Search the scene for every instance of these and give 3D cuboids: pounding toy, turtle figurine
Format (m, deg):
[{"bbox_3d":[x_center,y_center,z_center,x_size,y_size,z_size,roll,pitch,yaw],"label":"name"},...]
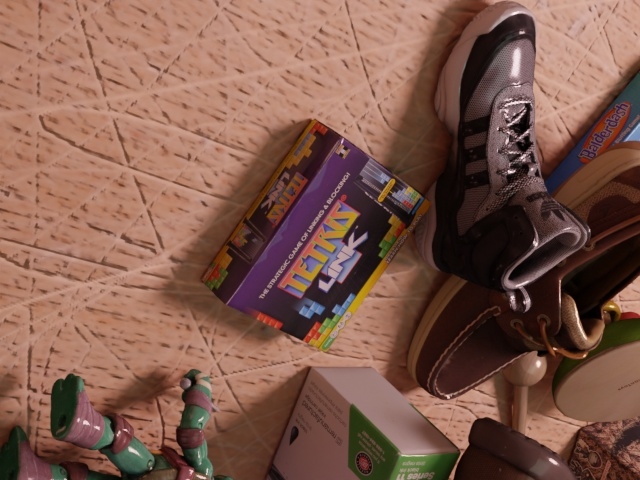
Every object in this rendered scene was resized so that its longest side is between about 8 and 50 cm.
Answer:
[{"bbox_3d":[0.324,0.129,1.238,0.236,0.110,0.183,-12,142,4],"label":"pounding toy"},{"bbox_3d":[-0.142,0.194,0.892,0.234,0.118,0.175,28,99,-39],"label":"turtle figurine"}]

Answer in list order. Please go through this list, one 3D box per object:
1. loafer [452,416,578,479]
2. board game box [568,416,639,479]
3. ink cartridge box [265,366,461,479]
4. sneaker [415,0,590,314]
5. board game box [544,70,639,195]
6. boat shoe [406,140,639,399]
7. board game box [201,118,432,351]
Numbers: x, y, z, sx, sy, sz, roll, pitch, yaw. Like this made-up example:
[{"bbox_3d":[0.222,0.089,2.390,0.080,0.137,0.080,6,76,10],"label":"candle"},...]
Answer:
[{"bbox_3d":[0.212,0.307,1.062,0.130,0.133,0.366,-53,132,-14],"label":"loafer"},{"bbox_3d":[0.499,0.356,1.367,0.232,0.291,0.141,-10,123,-34],"label":"board game box"},{"bbox_3d":[0.025,0.249,1.025,0.086,0.153,0.208,6,113,-40],"label":"ink cartridge box"},{"bbox_3d":[0.176,-0.067,0.936,0.101,0.153,0.269,-11,123,-33],"label":"sneaker"},{"bbox_3d":[0.333,-0.071,1.132,0.210,0.047,0.160,-49,135,-1],"label":"board game box"},{"bbox_3d":[0.227,0.058,1.038,0.342,0.123,0.123,-44,135,18],"label":"boat shoe"},{"bbox_3d":[0.000,0.000,0.917,0.141,0.048,0.170,30,97,-46],"label":"board game box"}]
